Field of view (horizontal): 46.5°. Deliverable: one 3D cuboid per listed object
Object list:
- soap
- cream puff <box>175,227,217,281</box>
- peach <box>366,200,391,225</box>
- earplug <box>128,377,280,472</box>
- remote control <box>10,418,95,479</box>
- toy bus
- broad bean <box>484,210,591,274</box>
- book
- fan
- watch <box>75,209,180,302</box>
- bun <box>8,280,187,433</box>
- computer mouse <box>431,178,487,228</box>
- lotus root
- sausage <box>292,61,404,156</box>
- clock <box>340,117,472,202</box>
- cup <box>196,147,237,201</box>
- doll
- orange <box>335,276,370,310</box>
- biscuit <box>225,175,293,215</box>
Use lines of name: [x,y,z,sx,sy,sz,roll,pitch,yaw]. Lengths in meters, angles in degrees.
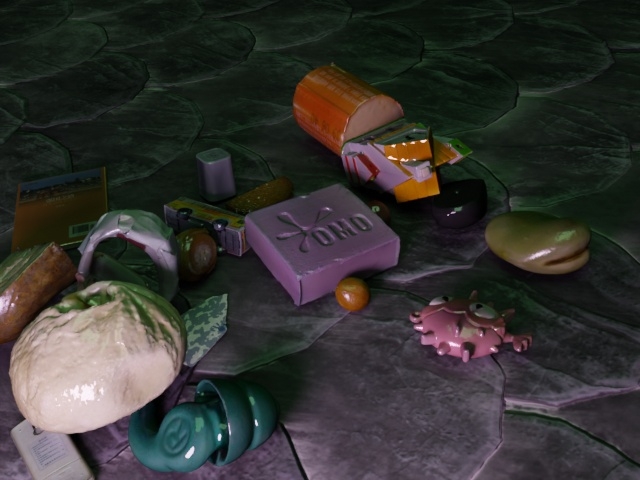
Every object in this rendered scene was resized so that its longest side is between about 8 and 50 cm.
soap: [0.000,0.000,1.838,0.296,0.107,0.285,-21,44,-26]
cream puff: [-0.328,0.036,1.849,0.103,0.126,0.144,-5,26,29]
peach: [0.144,-0.064,1.944,0.083,0.083,0.083,-4,38,3]
earplug: [-0.218,0.356,1.434,0.280,0.257,0.164,-6,73,-24]
remote control: [-0.524,0.422,1.452,0.098,0.038,0.233,-28,42,-26]
toy bus: [-0.293,-0.040,1.973,0.268,0.092,0.106,17,34,28]
broad bean: [0.518,0.002,1.789,0.189,0.121,0.263,-37,32,-26]
book: [-0.746,-0.086,2.145,0.263,0.028,0.374,-13,39,-8]
fan: [-0.276,0.202,1.718,0.131,0.009,0.240,4,39,15]
watch: [-0.425,0.050,1.697,0.241,0.253,0.161,-40,33,19]
bun: [-0.457,0.215,1.500,0.352,0.227,0.349,-9,21,25]
computer mouse: [0.360,-0.085,1.923,0.138,0.086,0.269,-8,19,17]
lotus root: [-0.706,0.145,1.710,0.267,0.149,0.260,-11,35,47]
sausage: [0.082,-0.372,2.227,0.233,0.233,0.287,-24,41,-21]
clock: [0.237,-0.213,2.011,0.235,0.166,0.309,-25,23,-22]
cup: [-0.307,-0.193,2.139,0.095,0.129,0.128,-20,36,-27]
doll: [0.316,0.186,1.580,0.262,0.093,0.211,14,36,29]
orange: [0.074,0.123,1.714,0.085,0.085,0.085,-4,38,3]
biscuit: [-0.157,-0.114,2.093,0.206,0.025,0.126,-27,42,-23]
